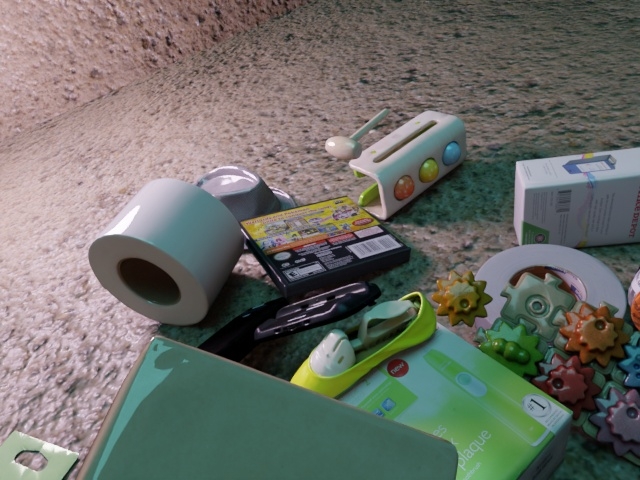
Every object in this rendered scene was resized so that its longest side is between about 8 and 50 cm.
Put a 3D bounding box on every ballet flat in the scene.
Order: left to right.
[{"bbox_3d":[0.052,0.136,0.663,0.231,0.077,0.077,-26,40,-11],"label":"ballet flat"}]

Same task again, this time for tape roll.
[{"bbox_3d":[-0.292,0.025,0.965,0.246,0.246,0.169,3,43,22],"label":"tape roll"},{"bbox_3d":[0.359,0.103,0.795,0.219,0.072,0.219,-9,40,7],"label":"tape roll"}]

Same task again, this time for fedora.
[{"bbox_3d":[-0.204,-0.095,1.171,0.276,0.124,0.243,8,45,27],"label":"fedora"}]

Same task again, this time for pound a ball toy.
[{"bbox_3d":[0.183,-0.188,1.089,0.319,0.208,0.136,-36,43,-24],"label":"pound a ball toy"}]

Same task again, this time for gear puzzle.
[{"bbox_3d":[0.313,0.133,0.679,0.339,0.044,0.175,31,81,22],"label":"gear puzzle"}]

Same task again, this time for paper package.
[{"bbox_3d":[-0.072,0.292,0.420,0.310,0.168,0.324,22,62,-6],"label":"paper package"}]

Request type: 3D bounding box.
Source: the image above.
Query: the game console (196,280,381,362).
[{"bbox_3d":[-0.073,0.139,0.755,0.361,0.043,0.213,-24,8,39],"label":"game console"}]

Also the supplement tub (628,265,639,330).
[{"bbox_3d":[0.526,0.065,0.722,0.117,0.116,0.190,21,37,36],"label":"supplement tub"}]

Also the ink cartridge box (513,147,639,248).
[{"bbox_3d":[0.469,-0.070,0.897,0.213,0.154,0.093,-5,39,14],"label":"ink cartridge box"}]

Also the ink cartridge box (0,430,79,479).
[{"bbox_3d":[-0.511,0.401,0.744,0.171,0.056,0.235,5,46,24],"label":"ink cartridge box"}]

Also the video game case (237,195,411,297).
[{"bbox_3d":[0.000,0.000,1.009,0.275,0.035,0.248,-15,37,-24],"label":"video game case"}]

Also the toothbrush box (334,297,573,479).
[{"bbox_3d":[0.145,0.239,0.667,0.206,0.122,0.283,-34,41,-21],"label":"toothbrush box"}]
